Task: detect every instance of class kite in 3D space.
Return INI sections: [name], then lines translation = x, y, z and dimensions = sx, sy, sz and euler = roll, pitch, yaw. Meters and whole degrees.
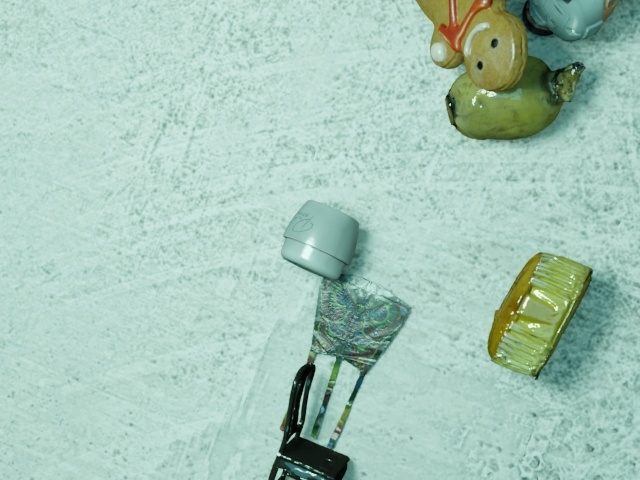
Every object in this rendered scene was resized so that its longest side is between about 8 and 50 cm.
[kite]
translation = 0.027, 0.197, 1.753
dimensions = 0.152, 0.015, 0.285
euler = 24, 92, 14

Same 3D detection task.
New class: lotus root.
[lotus root]
translation = 0.299, -0.219, 1.650
dimensions = 0.221, 0.125, 0.118
euler = -9, 61, 17

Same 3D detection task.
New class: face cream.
[face cream]
translation = 0.000, 0.000, 1.710
dimensions = 0.117, 0.117, 0.104
euler = 22, 85, 11

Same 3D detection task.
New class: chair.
[chair]
translation = -0.011, 0.321, 1.694
dimensions = 0.113, 0.106, 0.229
euler = 20, 102, 12

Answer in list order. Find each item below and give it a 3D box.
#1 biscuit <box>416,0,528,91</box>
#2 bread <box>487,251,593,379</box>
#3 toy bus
[biscuit]
translation = 0.213, -0.354, 1.605
dimensions = 0.205, 0.049, 0.324
euler = -53, 51, 45
[bread]
translation = 0.327, 0.109, 1.632
dimensions = 0.114, 0.132, 0.190
euler = 24, 91, 12
[toy bus]
translation = 0.376, -0.458, 1.617
dimensions = 0.232, 0.194, 0.288
euler = -34, 82, -3
